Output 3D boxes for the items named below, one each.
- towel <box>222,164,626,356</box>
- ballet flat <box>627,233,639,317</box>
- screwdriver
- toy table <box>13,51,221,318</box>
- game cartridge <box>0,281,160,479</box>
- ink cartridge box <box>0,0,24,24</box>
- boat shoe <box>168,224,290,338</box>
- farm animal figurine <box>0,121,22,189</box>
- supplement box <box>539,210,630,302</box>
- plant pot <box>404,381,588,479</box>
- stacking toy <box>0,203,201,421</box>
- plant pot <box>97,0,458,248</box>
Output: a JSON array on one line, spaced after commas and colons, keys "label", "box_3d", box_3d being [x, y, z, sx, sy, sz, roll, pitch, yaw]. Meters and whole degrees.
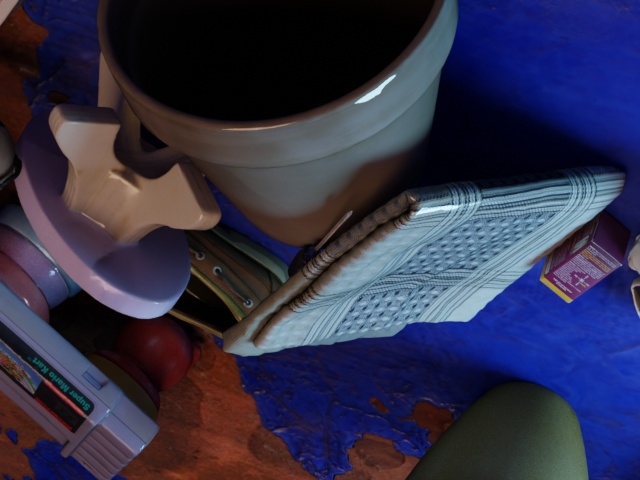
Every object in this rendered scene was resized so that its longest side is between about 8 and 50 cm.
[{"label": "towel", "box_3d": [0.103, 0.029, 1.793, 0.324, 0.312, 0.056, -39, 68, 42]}, {"label": "ballet flat", "box_3d": [0.345, 0.037, 1.824, 0.074, 0.074, 0.203, 4, 131, 21]}, {"label": "screwdriver", "box_3d": [0.000, 0.000, 1.701, 0.025, 0.024, 0.170, 65, 155, 17]}, {"label": "toy table", "box_3d": [-0.199, -0.074, 1.870, 0.274, 0.252, 0.161, 53, 126, 21]}, {"label": "game cartridge", "box_3d": [-0.349, 0.135, 2.081, 0.355, 0.068, 0.230, 42, 161, -1]}, {"label": "ink cartridge box", "box_3d": [-0.350, -0.306, 1.844, 0.150, 0.063, 0.109, 38, 133, -9]}, {"label": "boat shoe", "box_3d": [-0.180, 0.013, 2.010, 0.307, 0.104, 0.110, 24, 134, 3]}, {"label": "farm animal figurine", "box_3d": [-0.419, -0.161, 1.873, 0.326, 0.172, 0.330, 53, 152, 15]}, {"label": "supplement box", "box_3d": [0.270, 0.016, 1.848, 0.043, 0.055, 0.083, 38, 133, -12]}, {"label": "plant pot", "box_3d": [0.195, 0.281, 1.967, 0.237, 0.254, 0.237, 12, 131, 14]}, {"label": "stacking toy", "box_3d": [-0.305, 0.085, 2.162, 0.309, 0.130, 0.279, 48, 157, -15]}, {"label": "plant pot", "box_3d": [-0.017, -0.148, 1.698, 0.323, 0.323, 0.280, 8, 148, 18]}]
